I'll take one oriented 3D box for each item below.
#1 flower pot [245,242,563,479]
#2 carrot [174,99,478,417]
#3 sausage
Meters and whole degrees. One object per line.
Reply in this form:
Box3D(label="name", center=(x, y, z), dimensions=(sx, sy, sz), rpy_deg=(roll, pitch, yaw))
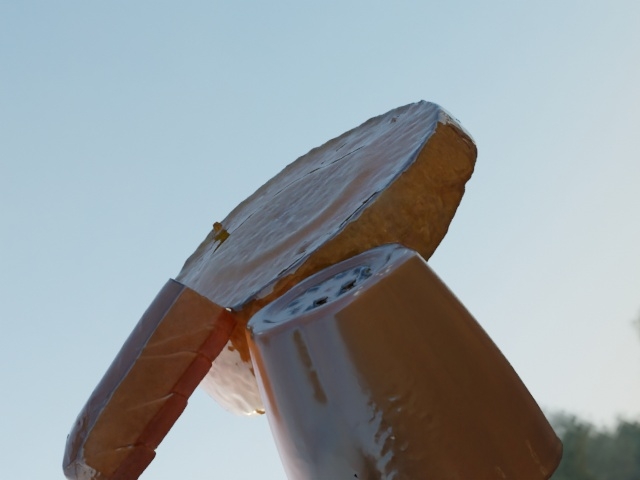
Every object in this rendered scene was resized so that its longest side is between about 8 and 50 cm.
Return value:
Box3D(label="flower pot", center=(0.041, 0.104, 0.913), dimensions=(0.190, 0.173, 0.190), rpy_deg=(-27, 7, 4))
Box3D(label="carrot", center=(0.000, 0.000, 1.107), dimensions=(0.307, 0.100, 0.258), rpy_deg=(-48, 19, -10))
Box3D(label="sausage", center=(-0.127, 0.111, 0.957), dimensions=(0.169, 0.065, 0.065), rpy_deg=(-57, -20, -9))
